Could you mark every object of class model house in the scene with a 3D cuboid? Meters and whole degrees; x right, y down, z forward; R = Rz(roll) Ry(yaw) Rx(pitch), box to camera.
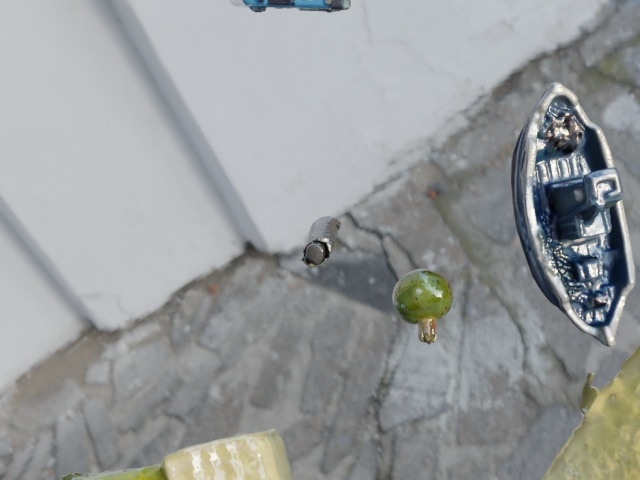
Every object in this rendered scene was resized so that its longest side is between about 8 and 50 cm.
[{"bbox_3d":[-0.110,0.294,1.270,0.234,0.175,0.193,-18,78,13],"label":"model house"}]

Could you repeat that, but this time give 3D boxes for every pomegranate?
[{"bbox_3d":[0.126,0.074,1.525,0.073,0.073,0.084,-35,68,-7],"label":"pomegranate"}]

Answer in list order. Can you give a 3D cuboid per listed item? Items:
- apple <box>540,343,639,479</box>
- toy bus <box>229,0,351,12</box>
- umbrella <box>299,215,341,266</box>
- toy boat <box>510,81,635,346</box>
[{"bbox_3d":[0.359,0.178,1.131,0.314,0.309,0.252,-11,80,33],"label":"apple"},{"bbox_3d":[-0.030,-0.236,1.093,0.106,0.090,0.185,1,10,-7],"label":"toy bus"},{"bbox_3d":[0.001,-0.001,1.377,0.031,0.133,0.036,23,105,-1],"label":"umbrella"},{"bbox_3d":[0.297,-0.029,1.492,0.129,0.309,0.142,-12,1,-18],"label":"toy boat"}]
